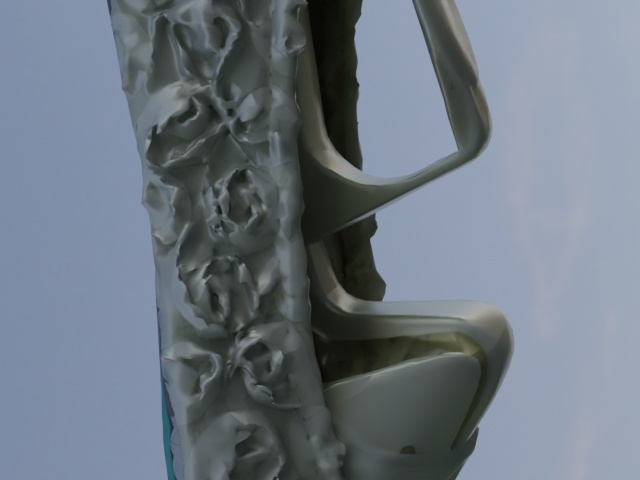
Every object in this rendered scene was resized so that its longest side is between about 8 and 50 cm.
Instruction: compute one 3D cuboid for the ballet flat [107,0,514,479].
[{"bbox_3d":[0.000,0.000,0.563,0.147,0.147,0.409,-19,-78,-57],"label":"ballet flat"}]
